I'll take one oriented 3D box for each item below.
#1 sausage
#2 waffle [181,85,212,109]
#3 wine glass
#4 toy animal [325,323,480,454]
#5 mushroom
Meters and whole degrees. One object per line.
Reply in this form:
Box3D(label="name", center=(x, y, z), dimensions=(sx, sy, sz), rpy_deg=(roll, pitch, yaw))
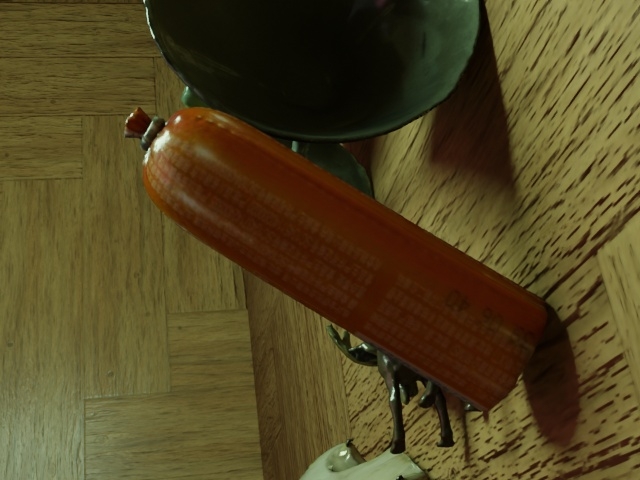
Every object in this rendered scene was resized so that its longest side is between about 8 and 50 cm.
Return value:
Box3D(label="sausage", center=(0.000, 0.000, 0.566), dimensions=(0.093, 0.312, 0.093), rpy_deg=(-59, 0, 0))
Box3D(label="waffle", center=(-0.056, -0.234, 0.976), dimensions=(0.056, 0.292, 0.309), rpy_deg=(38, 139, 13))
Box3D(label="wine glass", center=(-0.014, -0.118, 0.808), dimensions=(0.406, 0.267, 0.267), rpy_deg=(99, 165, -67))
Box3D(label="toy animal", center=(0.082, 0.100, 0.758), dimensions=(0.214, 0.094, 0.186), rpy_deg=(113, 149, -50))
Box3D(label="mushroom", center=(0.059, 0.318, 0.857), dimensions=(0.151, 0.156, 0.286), rpy_deg=(60, 173, -8))
